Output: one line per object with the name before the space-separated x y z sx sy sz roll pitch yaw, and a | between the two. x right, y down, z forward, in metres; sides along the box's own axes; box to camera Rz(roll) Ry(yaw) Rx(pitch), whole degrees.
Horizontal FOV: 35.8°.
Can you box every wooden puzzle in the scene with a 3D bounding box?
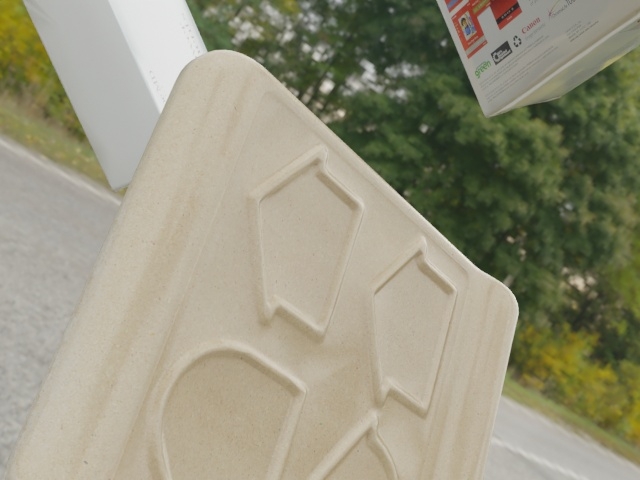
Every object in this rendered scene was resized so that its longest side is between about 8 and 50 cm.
wooden puzzle | -0.017 0.093 0.687 0.348 0.322 0.080 36 -32 -32

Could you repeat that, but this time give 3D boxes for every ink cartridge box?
ink cartridge box | 0.258 -0.326 1.079 0.309 0.130 0.272 -34 -104 60

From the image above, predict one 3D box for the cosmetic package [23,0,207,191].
cosmetic package | -0.236 -0.270 1.134 0.284 0.097 0.377 -62 131 -71
